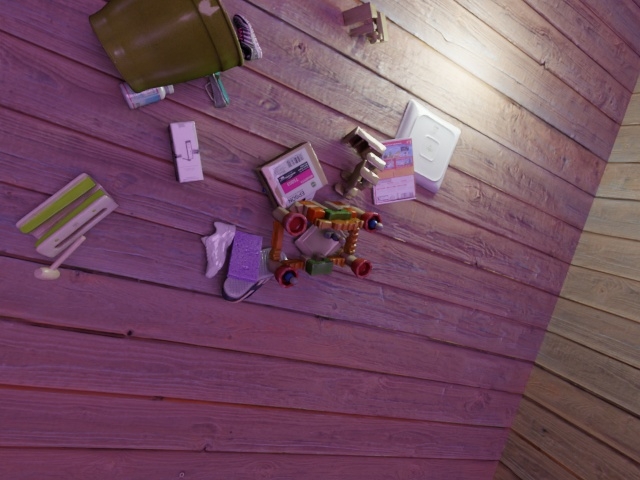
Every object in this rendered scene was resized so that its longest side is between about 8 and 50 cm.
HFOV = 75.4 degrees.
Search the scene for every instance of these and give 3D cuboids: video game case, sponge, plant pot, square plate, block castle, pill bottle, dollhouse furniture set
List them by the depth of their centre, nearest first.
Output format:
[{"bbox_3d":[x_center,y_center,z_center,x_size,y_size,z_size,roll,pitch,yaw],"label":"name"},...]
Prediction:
[{"bbox_3d":[-0.485,-0.642,1.285,0.353,0.366,0.366,-30,112,-7],"label":"plant pot"},{"bbox_3d":[-0.595,-0.517,1.424,0.160,0.087,0.087,-26,110,-19],"label":"pill bottle"},{"bbox_3d":[-0.298,0.061,1.639,0.117,0.031,0.210,16,52,-20],"label":"sponge"},{"bbox_3d":[0.028,0.014,1.659,0.454,0.213,0.302,-3,112,-34],"label":"block castle"},{"bbox_3d":[0.151,-0.328,1.753,0.161,0.212,0.242,32,67,-18],"label":"dollhouse furniture set"},{"bbox_3d":[0.195,-0.904,1.754,0.151,0.123,0.144,-37,119,-53],"label":"dollhouse furniture set"},{"bbox_3d":[0.331,-0.317,1.905,0.204,0.025,0.285,-9,105,-4],"label":"video game case"},{"bbox_3d":[0.506,-0.442,1.984,0.347,0.049,0.343,21,92,-27],"label":"square plate"}]

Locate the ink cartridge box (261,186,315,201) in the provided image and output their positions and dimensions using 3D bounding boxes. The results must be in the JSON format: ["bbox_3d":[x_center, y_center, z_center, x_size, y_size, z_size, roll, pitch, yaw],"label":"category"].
[{"bbox_3d":[-0.131,-0.204,1.731,0.207,0.046,0.097,23,89,-27],"label":"ink cartridge box"}]

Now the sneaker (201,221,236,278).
[{"bbox_3d":[-0.422,0.031,1.628,0.115,0.090,0.232,22,82,-21],"label":"sneaker"}]

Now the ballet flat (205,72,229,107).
[{"bbox_3d":[-0.397,-0.593,1.517,0.068,0.072,0.213,-13,105,9],"label":"ballet flat"}]

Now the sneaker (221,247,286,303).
[{"bbox_3d":[-0.279,0.142,1.698,0.126,0.127,0.321,49,50,9],"label":"sneaker"}]

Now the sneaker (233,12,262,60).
[{"bbox_3d":[-0.285,-0.748,1.537,0.075,0.063,0.170,-38,119,-21],"label":"sneaker"}]

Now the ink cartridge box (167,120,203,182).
[{"bbox_3d":[-0.485,-0.316,1.483,0.086,0.148,0.203,-11,104,-21],"label":"ink cartridge box"}]

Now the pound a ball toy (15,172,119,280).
[{"bbox_3d":[-0.819,-0.035,1.371,0.319,0.135,0.208,-44,79,-11],"label":"pound a ball toy"}]

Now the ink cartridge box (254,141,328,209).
[{"bbox_3d":[-0.113,-0.257,1.656,0.235,0.088,0.193,-34,110,-19],"label":"ink cartridge box"}]

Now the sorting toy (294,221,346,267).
[{"bbox_3d":[0.000,0.000,1.832,0.196,0.047,0.347,-43,120,-8],"label":"sorting toy"}]
